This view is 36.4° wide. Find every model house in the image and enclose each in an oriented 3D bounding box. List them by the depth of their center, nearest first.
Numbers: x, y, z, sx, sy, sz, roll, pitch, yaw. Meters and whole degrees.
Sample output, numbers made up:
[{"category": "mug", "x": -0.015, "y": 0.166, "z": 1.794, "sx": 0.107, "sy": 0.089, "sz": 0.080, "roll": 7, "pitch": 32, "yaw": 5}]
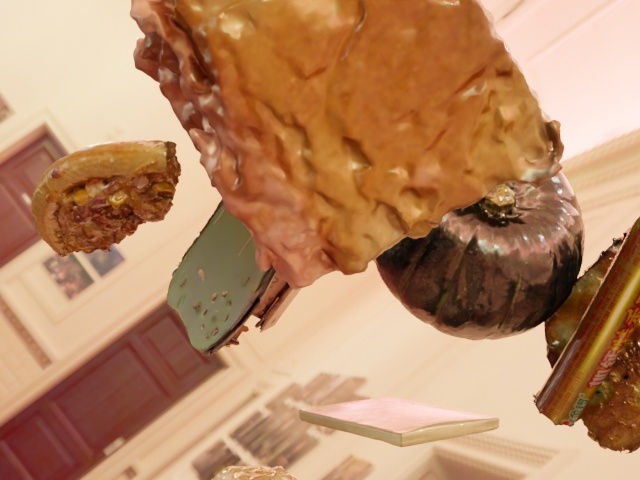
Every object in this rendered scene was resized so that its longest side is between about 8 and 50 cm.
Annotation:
[{"category": "model house", "x": -0.049, "y": 0.024, "z": 1.293, "sx": 0.154, "sy": 0.294, "sz": 0.207, "roll": 30, "pitch": 10, "yaw": -36}]

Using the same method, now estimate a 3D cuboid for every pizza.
[{"category": "pizza", "x": -0.218, "y": -0.038, "z": 0.962, "sx": 0.246, "sy": 0.058, "sz": 0.127, "roll": -18, "pitch": -31, "yaw": 39}]

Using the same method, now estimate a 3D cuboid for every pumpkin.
[{"category": "pumpkin", "x": 0.229, "y": -0.008, "z": 1.435, "sx": 0.323, "sy": 0.323, "sz": 0.241, "roll": 49, "pitch": -32, "yaw": 17}]

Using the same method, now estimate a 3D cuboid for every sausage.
[{"category": "sausage", "x": 0.408, "y": 0.103, "z": 1.360, "sx": 0.082, "sy": 0.082, "sz": 0.372, "roll": 44, "pitch": -51, "yaw": 34}]

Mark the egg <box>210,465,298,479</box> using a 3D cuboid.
[{"category": "egg", "x": -0.090, "y": 0.385, "z": 1.166, "sx": 0.194, "sy": 0.233, "sz": 0.195, "roll": 8, "pitch": -14, "yaw": 2}]

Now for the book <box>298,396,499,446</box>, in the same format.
[{"category": "book", "x": 0.099, "y": 0.236, "z": 1.292, "sx": 0.232, "sy": 0.162, "sz": 0.022, "roll": -3, "pitch": -90, "yaw": 57}]

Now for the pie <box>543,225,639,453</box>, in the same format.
[{"category": "pie", "x": 0.502, "y": 0.146, "z": 1.469, "sx": 0.288, "sy": 0.355, "sz": 0.103, "roll": 44, "pitch": 14, "yaw": 17}]

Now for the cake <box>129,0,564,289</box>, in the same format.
[{"category": "cake", "x": 0.006, "y": -0.154, "z": 0.890, "sx": 0.314, "sy": 0.293, "sz": 0.307, "roll": 60, "pitch": 3, "yaw": -16}]
